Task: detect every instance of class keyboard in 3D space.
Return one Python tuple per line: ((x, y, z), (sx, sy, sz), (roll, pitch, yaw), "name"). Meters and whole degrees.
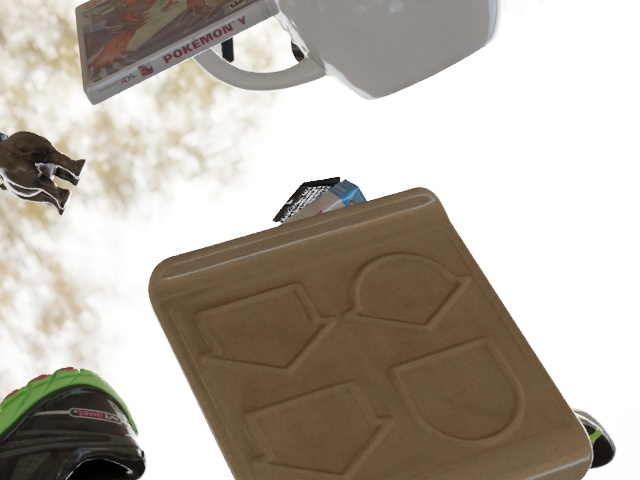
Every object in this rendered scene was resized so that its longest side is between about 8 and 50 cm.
((-0.009, -0.056, 2.786), (0.100, 0.038, 0.192), (-12, 167, -19), "keyboard")

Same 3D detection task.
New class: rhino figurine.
((-0.353, -0.082, 2.126), (0.073, 0.106, 0.243), (-64, -173, -10), "rhino figurine")

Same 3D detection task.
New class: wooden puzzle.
((0.040, 0.134, 1.629), (0.322, 0.080, 0.347), (-16, -122, -19), "wooden puzzle")

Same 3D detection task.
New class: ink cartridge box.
((0.000, 0.000, 2.650), (0.181, 0.104, 0.061), (-35, -157, -9), "ink cartridge box")

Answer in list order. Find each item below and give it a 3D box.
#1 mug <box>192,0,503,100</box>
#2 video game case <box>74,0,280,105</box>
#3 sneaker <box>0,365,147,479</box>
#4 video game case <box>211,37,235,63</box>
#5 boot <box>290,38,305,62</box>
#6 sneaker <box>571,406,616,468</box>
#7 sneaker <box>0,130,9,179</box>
((0.008, -0.312, 1.882), (0.374, 0.328, 0.276), (-27, -171, 4), "mug")
((-0.135, -0.209, 1.550), (0.183, 0.023, 0.201), (-26, -150, 4), "video game case")
((-0.410, 0.349, 2.060), (0.483, 0.185, 0.202), (-40, -110, -18), "sneaker")
((-0.184, -0.403, 2.469), (0.026, 0.274, 0.196), (-27, -118, -15), "video game case")
((0.050, -0.384, 2.359), (0.338, 0.118, 0.223), (-64, -171, 0), "boot")
((0.312, 0.267, 2.351), (0.084, 0.235, 0.097), (-49, -157, 23), "sneaker")
((-0.508, -0.121, 2.092), (0.112, 0.131, 0.296), (-60, 159, 9), "sneaker")
